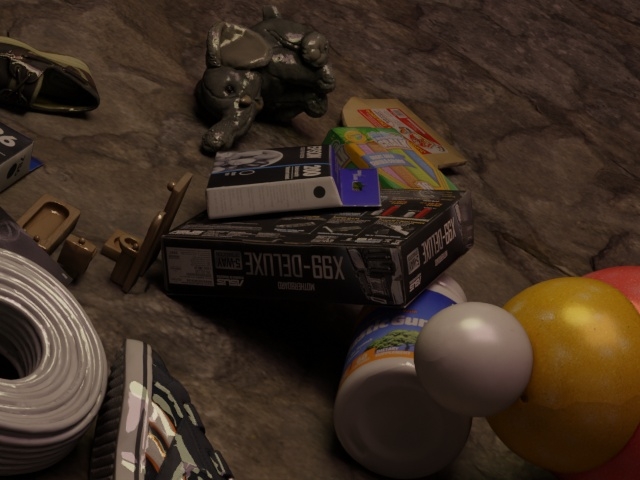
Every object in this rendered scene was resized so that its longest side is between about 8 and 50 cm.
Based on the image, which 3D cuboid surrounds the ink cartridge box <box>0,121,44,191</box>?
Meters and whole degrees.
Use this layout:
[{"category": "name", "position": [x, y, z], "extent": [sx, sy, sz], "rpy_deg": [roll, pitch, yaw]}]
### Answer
[{"category": "ink cartridge box", "position": [-0.453, -0.101, 1.989], "extent": [0.165, 0.065, 0.333], "rpy_deg": [29, 26, 6]}]

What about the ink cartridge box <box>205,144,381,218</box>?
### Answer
[{"category": "ink cartridge box", "position": [-0.031, -0.076, 2.096], "extent": [0.208, 0.045, 0.206], "rpy_deg": [-3, 15, 1]}]

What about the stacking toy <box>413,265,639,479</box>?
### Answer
[{"category": "stacking toy", "position": [0.284, 0.141, 1.846], "extent": [0.479, 0.351, 0.351], "rpy_deg": [15, 28, -38]}]

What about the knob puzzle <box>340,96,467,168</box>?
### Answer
[{"category": "knob puzzle", "position": [0.106, -0.154, 2.610], "extent": [0.213, 0.030, 0.213], "rpy_deg": [21, 28, -12]}]

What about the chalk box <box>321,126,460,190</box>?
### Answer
[{"category": "chalk box", "position": [0.063, -0.070, 2.316], "extent": [0.132, 0.132, 0.213], "rpy_deg": [-4, 39, -45]}]

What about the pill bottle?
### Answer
[{"category": "pill bottle", "position": [0.105, 0.140, 1.963], "extent": [0.152, 0.152, 0.272], "rpy_deg": [25, 27, -4]}]

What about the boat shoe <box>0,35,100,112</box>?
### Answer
[{"category": "boat shoe", "position": [-0.382, -0.210, 2.221], "extent": [0.223, 0.080, 0.073], "rpy_deg": [7, 28, -42]}]

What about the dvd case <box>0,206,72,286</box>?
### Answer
[{"category": "dvd case", "position": [-0.368, 0.032, 1.814], "extent": [0.164, 0.018, 0.221], "rpy_deg": [46, 29, -6]}]

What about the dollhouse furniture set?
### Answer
[{"category": "dollhouse furniture set", "position": [-0.255, -0.035, 1.979], "extent": [0.151, 0.123, 0.144], "rpy_deg": [27, 27, 1]}]

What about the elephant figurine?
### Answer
[{"category": "elephant figurine", "position": [-0.110, -0.233, 2.443], "extent": [0.239, 0.169, 0.186], "rpy_deg": [-15, 17, -32]}]

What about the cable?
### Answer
[{"category": "cable", "position": [-0.331, 0.110, 1.655], "extent": [0.257, 0.089, 0.257], "rpy_deg": [11, 43, -36]}]

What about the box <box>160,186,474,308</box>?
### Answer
[{"category": "box", "position": [0.000, 0.000, 2.039], "extent": [0.307, 0.077, 0.242], "rpy_deg": [2, 17, 23]}]

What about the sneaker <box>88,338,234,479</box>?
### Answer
[{"category": "sneaker", "position": [-0.149, 0.232, 1.613], "extent": [0.127, 0.126, 0.321], "rpy_deg": [13, 40, -16]}]
